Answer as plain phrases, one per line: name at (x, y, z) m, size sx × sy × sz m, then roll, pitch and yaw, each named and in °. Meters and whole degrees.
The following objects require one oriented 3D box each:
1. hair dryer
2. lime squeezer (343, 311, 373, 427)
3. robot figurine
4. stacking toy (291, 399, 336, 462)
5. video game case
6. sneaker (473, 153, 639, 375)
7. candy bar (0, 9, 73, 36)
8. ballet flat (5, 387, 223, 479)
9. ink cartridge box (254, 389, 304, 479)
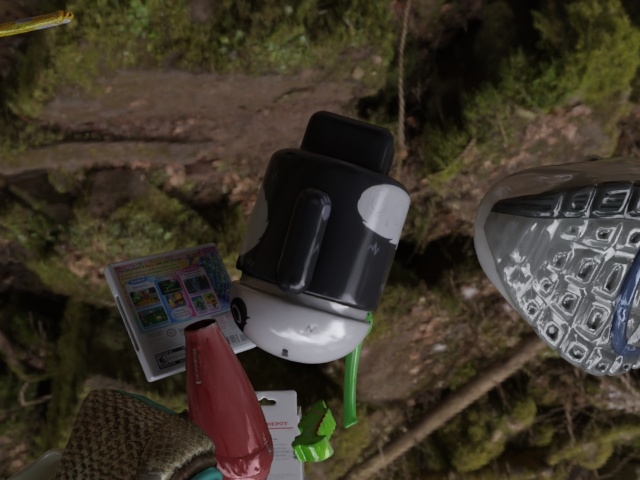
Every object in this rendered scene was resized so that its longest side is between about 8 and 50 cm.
hair dryer at (-0.160, 0.215, 0.898) m, size 0.293 × 0.223 × 0.080 m, roll -64°, pitch 175°, yaw 21°
lime squeezer at (0.009, 0.086, 1.096) m, size 0.059 × 0.310 × 0.110 m, roll -16°, pitch 163°, yaw -42°
robot figurine at (-0.002, -0.001, 0.926) m, size 0.209 × 0.278 × 0.173 m, roll 19°, pitch 177°, yaw -44°
stacking toy at (0.022, 0.241, 0.570) m, size 0.052 × 0.167 × 0.221 m, roll -17°, pitch -158°, yaw 17°
video game case at (-0.162, 0.080, 0.967) m, size 0.157 × 0.143 × 0.019 m, roll -13°, pitch 162°, yaw -44°
sneaker at (0.182, 0.000, 0.487) m, size 0.297 × 0.129 × 0.111 m, roll 7°, pitch 117°, yaw -42°
candy bar at (-0.451, -0.328, 1.241) m, size 0.161 × 0.018 × 0.040 m, roll -8°, pitch -170°, yaw 14°
ballet flat at (-0.270, 0.347, 0.710) m, size 0.182 × 0.483 × 0.164 m, roll 28°, pitch 174°, yaw 17°
ink cartridge box at (-0.079, 0.318, 1.267) m, size 0.104 × 0.180 × 0.060 m, roll -2°, pitch -179°, yaw 4°
